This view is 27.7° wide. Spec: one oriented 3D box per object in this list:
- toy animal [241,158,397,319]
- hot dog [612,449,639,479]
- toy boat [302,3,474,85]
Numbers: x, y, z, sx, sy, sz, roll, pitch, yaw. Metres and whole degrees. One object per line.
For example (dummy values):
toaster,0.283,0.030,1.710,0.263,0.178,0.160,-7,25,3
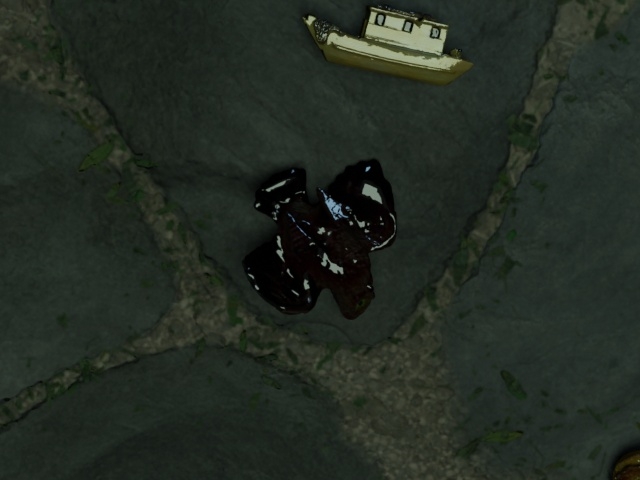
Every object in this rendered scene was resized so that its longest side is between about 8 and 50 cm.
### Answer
toy animal,0.004,0.006,1.527,0.218,0.116,0.179,-43,137,-19
hot dog,0.447,0.307,1.651,0.147,0.065,0.099,4,116,-7
toy boat,0.077,-0.227,1.467,0.200,0.057,0.077,11,101,-7
